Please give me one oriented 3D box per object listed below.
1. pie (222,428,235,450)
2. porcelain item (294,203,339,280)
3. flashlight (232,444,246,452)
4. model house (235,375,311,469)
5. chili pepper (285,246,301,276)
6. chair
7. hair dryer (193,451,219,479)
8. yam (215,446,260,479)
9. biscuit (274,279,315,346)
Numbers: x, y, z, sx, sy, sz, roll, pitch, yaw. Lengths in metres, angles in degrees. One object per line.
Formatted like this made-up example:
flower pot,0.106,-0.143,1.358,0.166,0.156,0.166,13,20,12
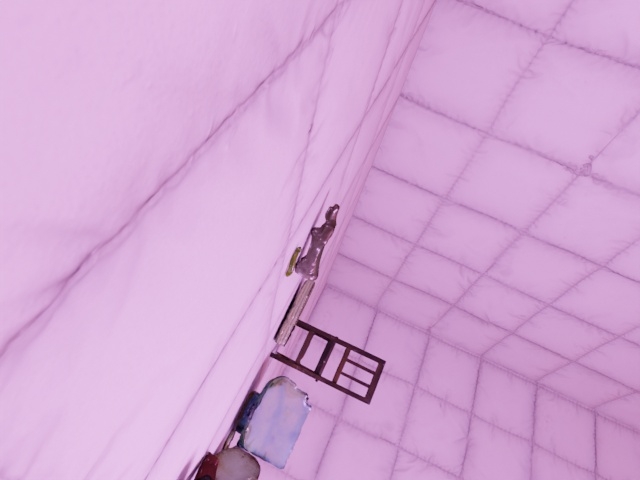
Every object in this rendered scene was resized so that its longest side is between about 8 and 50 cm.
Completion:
pie,-0.316,0.693,1.437,0.085,0.017,0.085,25,90,-84
porcelain item,0.000,0.000,1.134,0.216,0.069,0.081,-66,171,14
flashlight,-0.308,0.776,1.509,0.200,0.093,0.048,89,-5,-76
model house,-0.207,0.616,1.491,0.241,0.226,0.261,-8,-136,50
chili pepper,-0.065,0.053,1.014,0.030,0.017,0.083,-31,145,-83
chair,0.028,0.479,1.695,0.240,0.416,0.203,96,19,-73
hair dryer,-0.306,0.626,0.964,0.313,0.123,0.340,-55,-174,1
yam,-0.291,0.768,1.272,0.161,0.161,0.268,-53,168,-66
biscuit,-0.092,0.260,1.508,0.252,0.052,0.150,-63,178,-12
